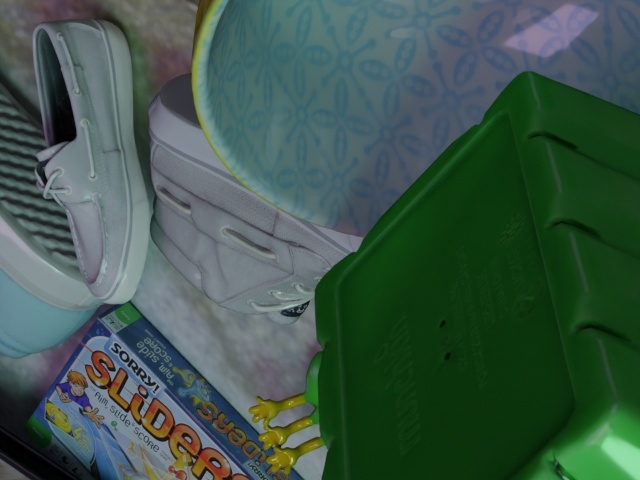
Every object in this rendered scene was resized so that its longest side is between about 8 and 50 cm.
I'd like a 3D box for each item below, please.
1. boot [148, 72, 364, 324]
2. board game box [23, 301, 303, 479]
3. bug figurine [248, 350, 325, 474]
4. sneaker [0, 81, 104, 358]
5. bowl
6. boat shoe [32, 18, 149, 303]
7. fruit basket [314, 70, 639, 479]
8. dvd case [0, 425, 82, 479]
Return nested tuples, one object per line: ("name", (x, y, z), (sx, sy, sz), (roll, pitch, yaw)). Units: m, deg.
("boot", (0.000, 0.000, 1.147), (0.258, 0.095, 0.123), (30, 131, 30))
("board game box", (-0.103, 0.156, 1.313), (0.201, 0.035, 0.136), (44, 129, 10))
("bug figurine", (0.078, 0.156, 1.165), (0.279, 0.072, 0.216), (-21, 92, 44))
("sneaker", (-0.291, -0.065, 1.278), (0.366, 0.135, 0.150), (50, 124, 6))
("bowl", (0.074, -0.143, 0.956), (0.289, 0.289, 0.156), (-41, 42, 39))
("boat shoe", (-0.150, -0.051, 1.191), (0.066, 0.063, 0.184), (-8, 83, 53))
("fruit basket", (0.200, 0.124, 0.873), (0.392, 0.392, 0.283), (47, 113, 8))
("dvd case", (-0.230, 0.196, 1.384), (0.253, 0.022, 0.180), (32, 143, 15))
